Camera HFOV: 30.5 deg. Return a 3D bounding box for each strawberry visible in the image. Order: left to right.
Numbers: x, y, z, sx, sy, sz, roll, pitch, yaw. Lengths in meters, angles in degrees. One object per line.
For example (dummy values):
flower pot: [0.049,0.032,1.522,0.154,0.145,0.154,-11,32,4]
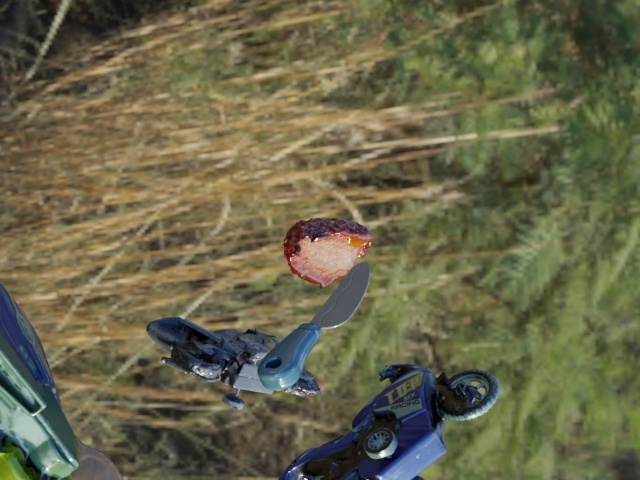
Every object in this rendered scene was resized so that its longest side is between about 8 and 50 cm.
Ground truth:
strawberry: [0.000,0.000,1.752,0.082,0.121,0.188,51,10,27]

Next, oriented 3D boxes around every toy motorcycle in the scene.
toy motorcycle: [-0.335,0.092,1.030,0.326,0.191,0.200,49,11,-26]
toy motorcycle: [-0.144,0.204,2.003,0.307,0.173,0.108,18,101,-39]
toy motorcycle: [0.082,0.254,1.525,0.315,0.169,0.113,-37,123,-7]

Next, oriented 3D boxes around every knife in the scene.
knife: [0.007,0.096,1.403,0.244,0.058,0.032,-45,123,-40]

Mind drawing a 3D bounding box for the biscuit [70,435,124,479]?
biscuit: [-0.362,0.441,1.565,0.351,0.057,0.312,-45,121,-51]
